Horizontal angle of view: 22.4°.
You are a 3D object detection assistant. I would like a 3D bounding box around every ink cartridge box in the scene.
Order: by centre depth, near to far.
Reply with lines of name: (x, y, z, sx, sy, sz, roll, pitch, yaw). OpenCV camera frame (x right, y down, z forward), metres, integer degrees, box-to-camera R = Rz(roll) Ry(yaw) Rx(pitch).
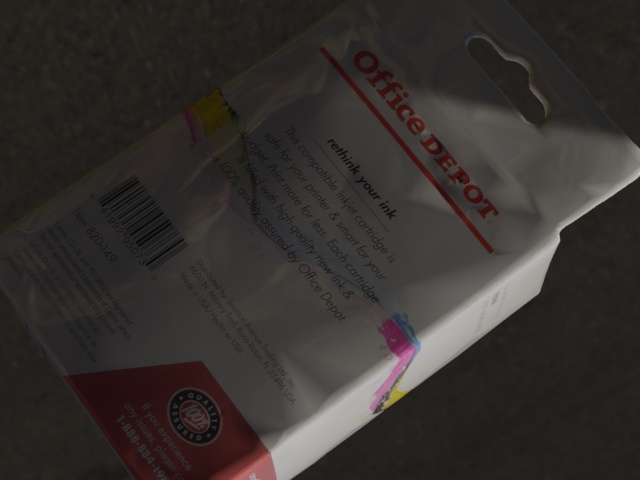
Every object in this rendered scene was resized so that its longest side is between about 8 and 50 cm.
ink cartridge box: (0.000, 0.000, 0.555, 0.198, 0.115, 0.067, -35, 164, -11)
